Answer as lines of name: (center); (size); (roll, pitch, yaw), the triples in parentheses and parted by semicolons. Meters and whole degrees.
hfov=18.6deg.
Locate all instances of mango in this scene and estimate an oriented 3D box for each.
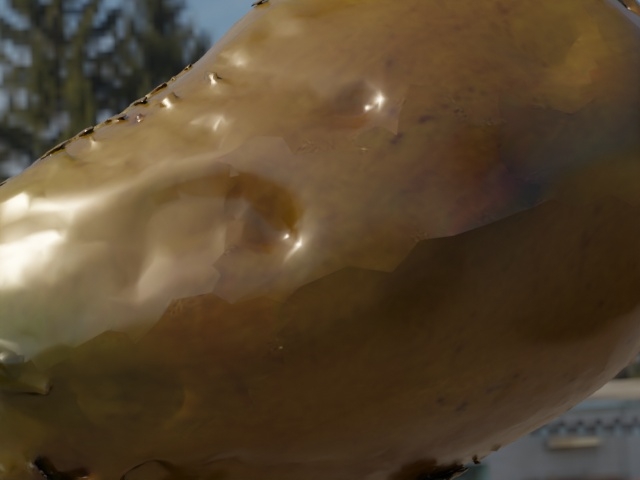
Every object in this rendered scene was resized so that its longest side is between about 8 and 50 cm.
mango: (0.000, 0.000, 0.557); (0.249, 0.156, 0.151); (-20, 1, -12)
